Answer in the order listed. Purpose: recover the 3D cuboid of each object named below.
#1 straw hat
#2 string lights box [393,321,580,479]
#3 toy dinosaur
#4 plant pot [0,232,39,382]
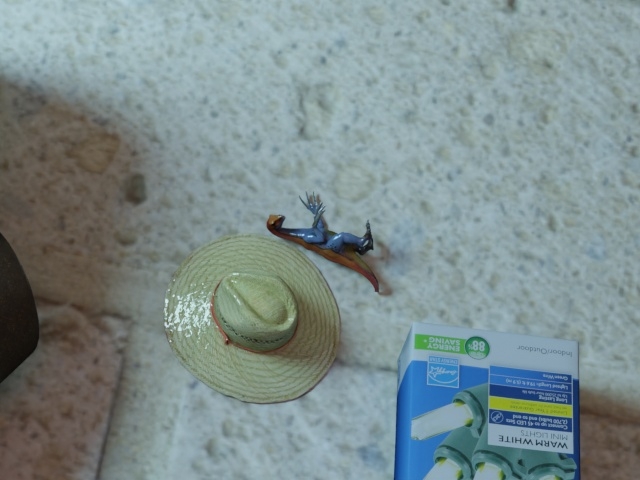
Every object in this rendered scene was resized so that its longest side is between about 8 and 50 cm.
[{"bbox_3d":[-0.049,0.052,1.489,0.144,0.061,0.145,2,73,-6],"label":"straw hat"},{"bbox_3d":[0.122,0.198,1.432,0.133,0.077,0.260,6,60,-5],"label":"string lights box"},{"bbox_3d":[0.000,0.000,1.522,0.082,0.047,0.090,-8,80,3],"label":"toy dinosaur"},{"bbox_3d":[-0.328,0.073,1.385,0.230,0.215,0.215,-23,76,-27],"label":"plant pot"}]
